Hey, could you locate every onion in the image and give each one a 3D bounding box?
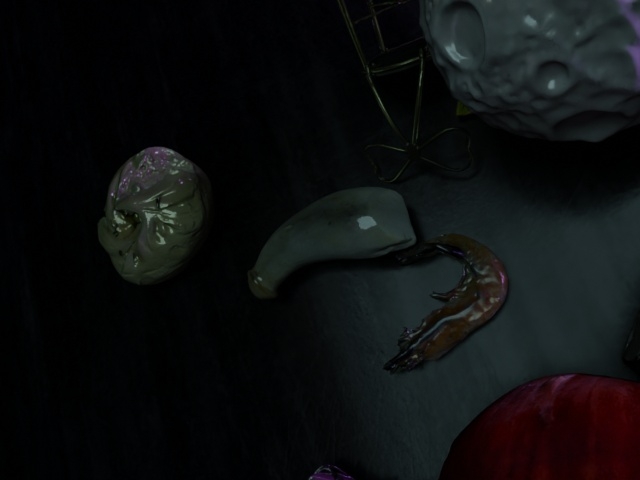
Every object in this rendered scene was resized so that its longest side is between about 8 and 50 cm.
[{"bbox_3d":[0.294,0.284,0.536,0.342,0.341,0.340,-5,77,22],"label":"onion"}]

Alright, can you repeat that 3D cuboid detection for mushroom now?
[{"bbox_3d":[0.000,0.000,0.847,0.270,0.103,0.117,-24,62,28],"label":"mushroom"}]

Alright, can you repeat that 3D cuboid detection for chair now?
[{"bbox_3d":[0.122,-0.267,0.826,0.160,0.170,0.325,-8,116,29],"label":"chair"}]

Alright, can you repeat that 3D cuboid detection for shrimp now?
[{"bbox_3d":[0.145,0.081,0.790,0.219,0.046,0.152,-45,67,4],"label":"shrimp"}]

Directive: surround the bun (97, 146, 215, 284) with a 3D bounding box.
[{"bbox_3d":[-0.282,-0.047,0.956,0.210,0.116,0.236,-9,78,22],"label":"bun"}]

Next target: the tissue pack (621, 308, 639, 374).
[{"bbox_3d":[0.505,0.113,0.553,0.370,0.210,0.198,22,94,23],"label":"tissue pack"}]

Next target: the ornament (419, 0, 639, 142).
[{"bbox_3d":[0.285,-0.277,0.623,0.338,0.337,0.336,-5,77,22],"label":"ornament"}]

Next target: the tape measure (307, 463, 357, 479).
[{"bbox_3d":[0.024,0.368,0.766,0.118,0.074,0.125,5,79,24],"label":"tape measure"}]

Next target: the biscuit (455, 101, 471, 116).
[{"bbox_3d":[0.333,-0.187,0.781,0.292,0.026,0.048,6,65,24],"label":"biscuit"}]
